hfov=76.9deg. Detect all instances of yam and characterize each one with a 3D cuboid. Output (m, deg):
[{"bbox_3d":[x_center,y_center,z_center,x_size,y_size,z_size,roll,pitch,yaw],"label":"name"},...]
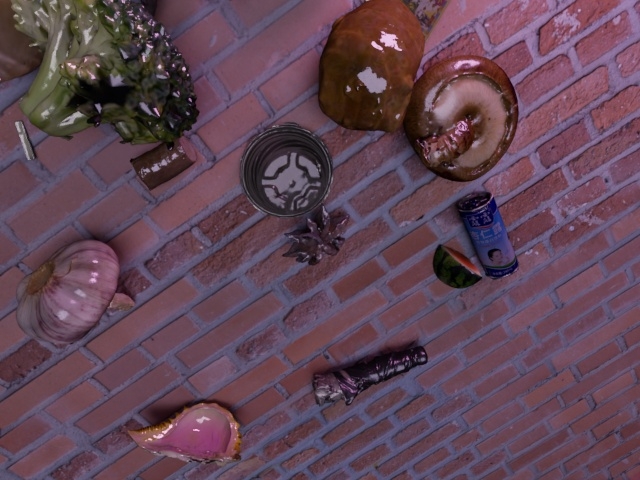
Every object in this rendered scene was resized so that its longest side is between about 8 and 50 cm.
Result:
[{"bbox_3d":[-0.347,-0.176,0.900,0.127,0.084,0.084,-28,113,5],"label":"yam"}]

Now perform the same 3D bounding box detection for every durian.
[{"bbox_3d":[-0.374,0.583,1.156,0.306,0.185,0.195,5,129,-7],"label":"durian"}]

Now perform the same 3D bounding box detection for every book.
[{"bbox_3d":[0.214,-0.566,0.880,0.168,0.013,0.192,26,104,-17],"label":"book"}]

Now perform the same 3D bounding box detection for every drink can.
[{"bbox_3d":[0.455,-0.012,1.090,0.097,0.097,0.235,-30,112,2],"label":"drink can"}]

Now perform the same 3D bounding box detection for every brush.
[{"bbox_3d":[-0.638,-0.216,0.871,0.017,0.013,0.083,-13,105,-10],"label":"brush"}]

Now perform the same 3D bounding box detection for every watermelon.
[{"bbox_3d":[0.380,0.062,1.126,0.094,0.125,0.135,-35,95,-27],"label":"watermelon"}]

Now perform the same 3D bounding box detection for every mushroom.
[{"bbox_3d":[0.315,-0.270,0.931,0.278,0.163,0.297,-39,119,-7],"label":"mushroom"}]

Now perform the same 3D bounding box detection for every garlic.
[{"bbox_3d":[-0.535,0.129,0.935,0.245,0.245,0.253,-38,144,6],"label":"garlic"},{"bbox_3d":[-0.569,-0.420,0.711,0.152,0.196,0.337,18,110,1],"label":"garlic"}]

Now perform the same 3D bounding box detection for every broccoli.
[{"bbox_3d":[-0.392,-0.295,0.712,0.281,0.293,0.348,-44,117,3],"label":"broccoli"}]

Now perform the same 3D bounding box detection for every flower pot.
[{"bbox_3d":[-0.071,-0.145,0.926,0.236,0.140,0.235,-4,111,-10],"label":"flower pot"}]

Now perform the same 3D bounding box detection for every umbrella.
[{"bbox_3d":[0.149,0.403,1.189,0.359,0.113,0.106,-18,91,-3],"label":"umbrella"}]

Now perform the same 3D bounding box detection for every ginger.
[{"bbox_3d":[0.101,-0.361,0.830,0.201,0.223,0.269,17,114,-2],"label":"ginger"}]

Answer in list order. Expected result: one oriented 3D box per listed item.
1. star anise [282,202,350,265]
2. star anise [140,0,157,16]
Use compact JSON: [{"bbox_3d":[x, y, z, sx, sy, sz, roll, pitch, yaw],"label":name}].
[{"bbox_3d":[0.000,0.000,1.009,0.195,0.065,0.182,-39,143,-1],"label":"star anise"},{"bbox_3d":[-0.312,-0.590,0.726,0.333,0.117,0.331,-4,117,-8],"label":"star anise"}]
